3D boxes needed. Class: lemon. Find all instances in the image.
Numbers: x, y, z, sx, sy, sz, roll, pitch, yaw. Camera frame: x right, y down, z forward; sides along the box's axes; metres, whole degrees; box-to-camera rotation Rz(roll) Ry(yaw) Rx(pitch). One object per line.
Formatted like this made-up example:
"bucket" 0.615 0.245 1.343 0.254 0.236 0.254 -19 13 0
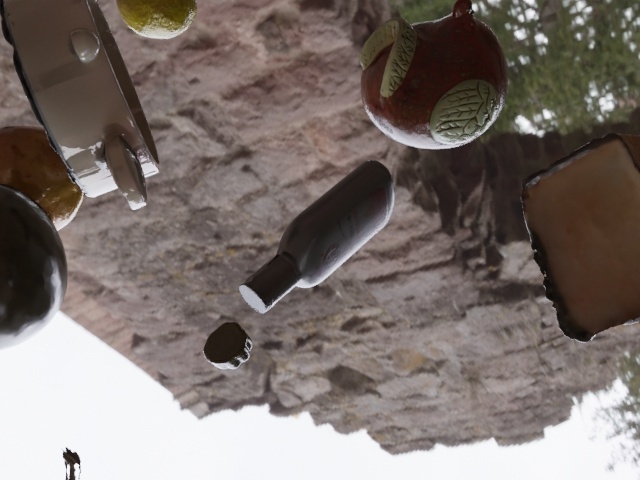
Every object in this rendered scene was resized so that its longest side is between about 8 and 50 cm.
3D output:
"lemon" -0.246 -0.356 1.230 0.109 0.133 0.109 -26 -127 42

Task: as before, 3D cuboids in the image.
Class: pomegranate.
"pomegranate" -0.516 -0.108 1.459 0.209 0.209 0.209 -14 -127 19

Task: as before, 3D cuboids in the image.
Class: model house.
"model house" 0.329 -0.012 0.864 0.166 0.172 0.183 -31 -105 41

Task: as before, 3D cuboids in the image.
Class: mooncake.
"mooncake" -0.225 0.217 1.037 0.346 0.057 0.150 -26 -135 30

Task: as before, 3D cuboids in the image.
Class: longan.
"longan" -0.508 0.041 1.244 0.257 0.258 0.258 -14 -127 19

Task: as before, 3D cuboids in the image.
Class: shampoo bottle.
"shampoo bottle" 0.000 0.000 0.709 0.040 0.080 0.165 33 -122 27

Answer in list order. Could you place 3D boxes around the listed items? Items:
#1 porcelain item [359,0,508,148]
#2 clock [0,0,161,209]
"porcelain item" 0.186 -0.277 1.311 0.252 0.253 0.253 -14 -127 19
"clock" -0.168 -0.109 0.579 0.063 0.156 0.229 -23 -122 -5
